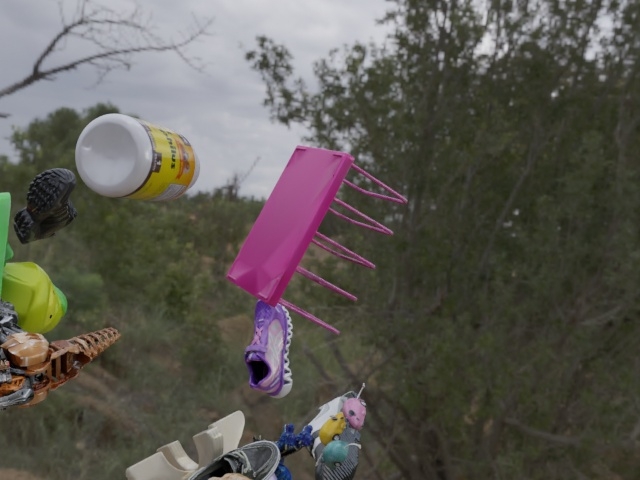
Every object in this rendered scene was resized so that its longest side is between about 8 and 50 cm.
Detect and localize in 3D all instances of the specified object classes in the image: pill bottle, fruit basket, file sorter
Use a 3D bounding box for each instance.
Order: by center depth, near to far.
[{"bbox_3d":[-0.261,-0.118,1.173,0.117,0.117,0.215,8,2,15],"label":"pill bottle"},{"bbox_3d":[0.000,0.000,1.450,0.182,0.290,0.202,30,-4,-28],"label":"file sorter"},{"bbox_3d":[-0.661,0.110,1.575,0.392,0.392,0.283,7,-17,-37],"label":"fruit basket"}]

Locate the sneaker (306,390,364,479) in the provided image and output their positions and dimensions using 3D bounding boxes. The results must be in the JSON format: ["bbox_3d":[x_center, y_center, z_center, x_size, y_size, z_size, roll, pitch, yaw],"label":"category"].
[{"bbox_3d":[0.018,0.542,2.057,0.146,0.122,0.330,-22,19,23],"label":"sneaker"}]

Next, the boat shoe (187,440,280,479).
[{"bbox_3d":[-0.151,0.408,1.370,0.219,0.070,0.078,-23,60,-41],"label":"boat shoe"}]

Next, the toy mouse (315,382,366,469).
[{"bbox_3d":[0.033,0.300,1.226,0.031,0.161,0.143,30,-3,-11],"label":"toy mouse"}]

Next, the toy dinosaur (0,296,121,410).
[{"bbox_3d":[-0.419,0.170,1.031,0.218,0.164,0.322,19,-1,39],"label":"toy dinosaur"}]

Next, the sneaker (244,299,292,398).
[{"bbox_3d":[-0.128,0.245,1.806,0.095,0.236,0.105,-15,-17,39],"label":"sneaker"}]

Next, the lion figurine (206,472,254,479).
[{"bbox_3d":[-0.221,0.359,0.800,0.392,0.240,0.142,16,2,-45],"label":"lion figurine"}]

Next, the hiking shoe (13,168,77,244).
[{"bbox_3d":[-0.585,-0.082,1.723,0.227,0.086,0.114,-42,-17,32],"label":"hiking shoe"}]

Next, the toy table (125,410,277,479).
[{"bbox_3d":[-0.226,0.447,1.477,0.252,0.160,0.274,-31,-7,40],"label":"toy table"}]

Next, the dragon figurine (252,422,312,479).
[{"bbox_3d":[-0.117,0.512,1.689,0.085,0.289,0.144,31,-9,-20],"label":"dragon figurine"}]
